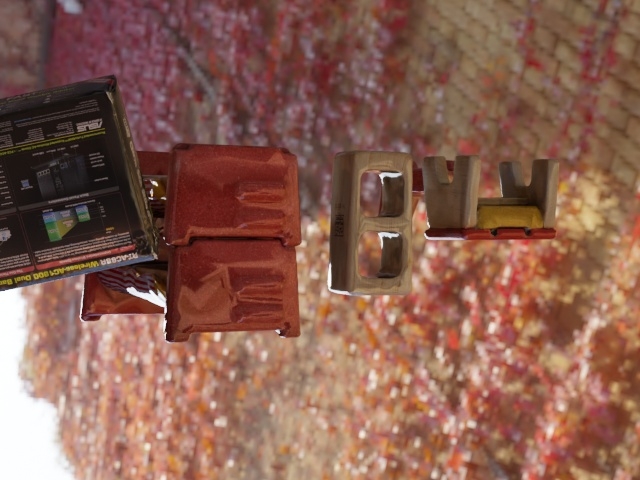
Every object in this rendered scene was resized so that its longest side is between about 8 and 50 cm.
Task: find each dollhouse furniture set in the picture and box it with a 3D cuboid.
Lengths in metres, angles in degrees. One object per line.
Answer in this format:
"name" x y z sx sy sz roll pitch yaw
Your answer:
"dollhouse furniture set" 0.000 0.000 1.174 0.374 0.152 0.201 0 -178 -28

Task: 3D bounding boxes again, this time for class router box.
"router box" -0.151 -0.025 0.681 0.122 0.092 0.038 -12 -159 0
